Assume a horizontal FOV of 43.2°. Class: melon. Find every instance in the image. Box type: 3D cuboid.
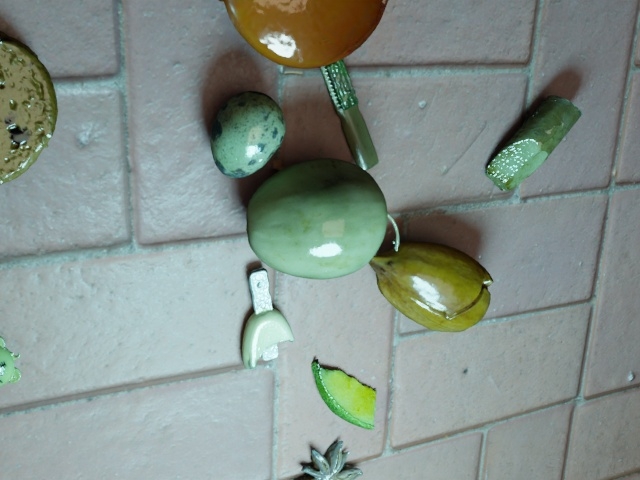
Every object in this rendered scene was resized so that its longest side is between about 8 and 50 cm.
[{"bbox_3d":[-0.001,-0.043,1.682,0.308,0.272,0.271,-29,119,-23],"label":"melon"},{"bbox_3d":[0.064,0.376,1.990,0.114,0.053,0.262,-50,123,-11],"label":"melon"}]

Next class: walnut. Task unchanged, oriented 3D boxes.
[{"bbox_3d":[0.256,0.101,1.901,0.336,0.209,0.209,21,98,-24],"label":"walnut"}]

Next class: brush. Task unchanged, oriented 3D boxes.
[{"bbox_3d":[0.067,-0.275,1.753,0.054,0.048,0.282,-29,120,-11],"label":"brush"}]

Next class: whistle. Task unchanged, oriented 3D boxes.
[{"bbox_3d":[-0.688,0.264,1.548,0.227,0.085,0.105,-24,108,-17],"label":"whistle"}]

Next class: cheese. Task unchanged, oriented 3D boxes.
[{"bbox_3d":[-0.129,0.172,1.816,0.127,0.050,0.235,-16,114,-18],"label":"cheese"}]

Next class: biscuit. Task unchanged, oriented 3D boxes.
[{"bbox_3d":[-0.608,-0.230,1.411,0.296,0.075,0.296,-6,106,-22],"label":"biscuit"}]

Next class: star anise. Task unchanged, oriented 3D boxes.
[{"bbox_3d":[0.019,0.589,2.039,0.195,0.065,0.182,5,101,-24],"label":"star anise"}]

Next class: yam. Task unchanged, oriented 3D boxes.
[{"bbox_3d":[0.515,-0.237,1.961,0.259,0.106,0.106,-50,122,-4],"label":"yam"}]

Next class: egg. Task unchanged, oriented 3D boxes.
[{"bbox_3d":[-0.149,-0.209,1.610,0.141,0.141,0.181,23,103,-31],"label":"egg"}]

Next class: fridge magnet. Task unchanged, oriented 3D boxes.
[{"bbox_3d":[-0.025,-0.514,1.551,0.364,0.155,0.363,-9,112,-24],"label":"fridge magnet"}]
